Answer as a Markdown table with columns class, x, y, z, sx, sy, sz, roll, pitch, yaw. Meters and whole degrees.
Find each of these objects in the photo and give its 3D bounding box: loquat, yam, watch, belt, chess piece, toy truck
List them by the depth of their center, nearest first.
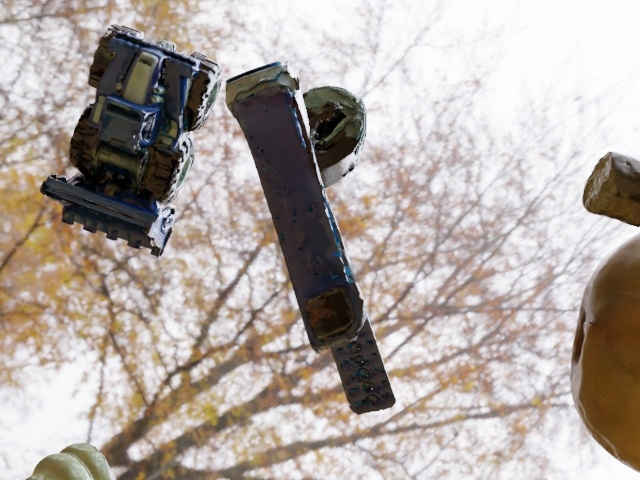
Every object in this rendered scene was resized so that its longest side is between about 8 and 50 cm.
| class | x | y | z | sx | sy | sz | roll | pitch | yaw |
| --- | --- | --- | --- | --- | --- | --- | --- | --- | --- |
| yam | 0.363 | -0.011 | 0.862 | 0.274 | 0.061 | 0.061 | 18 | -54 | -1 |
| watch | 0.000 | -0.001 | 0.896 | 0.276 | 0.068 | 0.275 | 69 | 0 | -68 |
| toy truck | -0.176 | -0.083 | 0.931 | 0.113 | 0.126 | 0.208 | 19 | -72 | 1 |
| loquat | 0.388 | 0.116 | 1.014 | 0.274 | 0.274 | 0.275 | 20 | -60 | 38 |
| belt | -0.002 | -0.123 | 1.203 | 0.105 | 0.140 | 0.058 | 38 | -20 | 15 |
| chess piece | -0.410 | 0.371 | 1.369 | 0.133 | 0.243 | 0.133 | 11 | -74 | 41 |
